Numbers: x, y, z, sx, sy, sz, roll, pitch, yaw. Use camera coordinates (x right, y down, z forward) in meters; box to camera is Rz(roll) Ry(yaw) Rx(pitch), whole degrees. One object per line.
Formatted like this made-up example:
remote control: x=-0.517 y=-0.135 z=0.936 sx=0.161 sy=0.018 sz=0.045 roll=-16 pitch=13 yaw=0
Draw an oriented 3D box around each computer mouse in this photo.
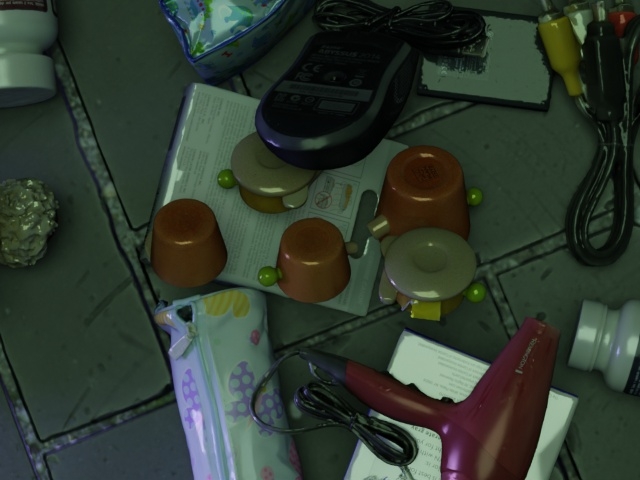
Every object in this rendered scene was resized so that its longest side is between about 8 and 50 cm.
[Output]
computer mouse: x=0.035 y=-0.142 z=1.708 sx=0.188 sy=0.072 sz=0.272 roll=13 pitch=42 yaw=24

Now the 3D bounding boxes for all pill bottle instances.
pill bottle: x=-0.330 y=-0.252 z=1.784 sx=0.121 sy=0.121 sz=0.221 roll=-8 pitch=84 yaw=4
pill bottle: x=0.330 y=0.110 z=1.712 sx=0.169 sy=0.094 sz=0.094 roll=14 pitch=86 yaw=5

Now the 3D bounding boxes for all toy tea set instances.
toy tea set: x=0.000 y=0.000 z=1.716 sx=0.336 sy=0.124 sz=0.200 roll=8 pitch=52 yaw=7

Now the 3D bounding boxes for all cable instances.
cable: x=0.290 y=-0.121 z=1.770 sx=0.139 sy=0.072 sz=0.287 roll=-7 pitch=98 yaw=-23

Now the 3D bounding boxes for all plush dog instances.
plush dog: x=-0.405 y=0.015 z=1.712 sx=0.211 sy=0.225 sz=0.262 roll=31 pitch=88 yaw=6

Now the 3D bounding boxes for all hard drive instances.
hard drive: x=0.171 y=-0.186 z=1.788 sx=0.135 sy=0.022 sz=0.094 roll=8 pitch=85 yaw=5

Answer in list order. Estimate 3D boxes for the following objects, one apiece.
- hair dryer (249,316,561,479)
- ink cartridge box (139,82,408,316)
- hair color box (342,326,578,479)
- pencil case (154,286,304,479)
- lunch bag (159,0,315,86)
hair dryer: x=0.098 y=0.161 z=1.627 sx=0.293 sy=0.080 sz=0.223 roll=-27 pitch=83 yaw=1
ink cartridge box: x=-0.048 y=-0.039 z=1.789 sx=0.232 sy=0.066 sz=0.189 roll=16 pitch=86 yaw=-15
hair color box: x=0.104 y=0.276 z=1.709 sx=0.185 sy=0.110 sz=0.339 roll=22 pitch=85 yaw=5
pencil case: x=-0.083 y=0.180 z=1.724 sx=0.113 sy=0.124 sz=0.273 roll=-14 pitch=85 yaw=3
lunch bag: x=-0.074 y=-0.233 z=1.759 sx=0.151 sy=0.129 sz=0.096 roll=-27 pitch=84 yaw=2
